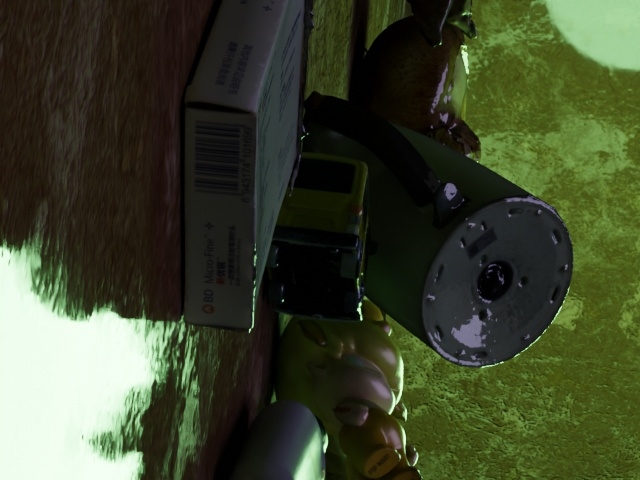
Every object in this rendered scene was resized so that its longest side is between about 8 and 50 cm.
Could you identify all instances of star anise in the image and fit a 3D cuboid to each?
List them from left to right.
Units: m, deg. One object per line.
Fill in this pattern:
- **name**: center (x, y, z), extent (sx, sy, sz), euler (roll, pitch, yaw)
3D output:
- **star anise**: center (0.117, -0.368, 2.388), extent (0.288, 0.088, 0.288), euler (44, 38, -49)

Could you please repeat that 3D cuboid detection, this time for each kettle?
- **kettle**: center (0.084, -0.029, 1.799), extent (0.255, 0.165, 0.240), euler (40, -15, 51)

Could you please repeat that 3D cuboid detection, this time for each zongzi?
- **zongzi**: center (0.024, 0.269, 2.436), extent (0.176, 0.078, 0.160), euler (-36, 133, -70)

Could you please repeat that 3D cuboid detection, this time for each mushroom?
- **mushroom**: center (0.116, -0.144, 2.502), extent (0.278, 0.163, 0.297), euler (-95, -171, -67)

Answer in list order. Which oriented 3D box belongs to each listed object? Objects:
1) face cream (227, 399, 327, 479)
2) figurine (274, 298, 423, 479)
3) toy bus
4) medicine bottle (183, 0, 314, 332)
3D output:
- **face cream**: center (-0.035, 0.205, 1.597), extent (0.291, 0.071, 0.144), euler (-64, 160, -78)
- **figurine**: center (0.028, 0.144, 1.802), extent (0.156, 0.131, 0.246), euler (45, 11, -30)
- **toy bus**: center (0.000, 0.000, 1.648), extent (0.175, 0.088, 0.101), euler (84, 14, -68)
- **medicine bottle**: center (-0.044, -0.069, 1.235), extent (0.201, 0.052, 0.171), euler (-77, 172, -52)
